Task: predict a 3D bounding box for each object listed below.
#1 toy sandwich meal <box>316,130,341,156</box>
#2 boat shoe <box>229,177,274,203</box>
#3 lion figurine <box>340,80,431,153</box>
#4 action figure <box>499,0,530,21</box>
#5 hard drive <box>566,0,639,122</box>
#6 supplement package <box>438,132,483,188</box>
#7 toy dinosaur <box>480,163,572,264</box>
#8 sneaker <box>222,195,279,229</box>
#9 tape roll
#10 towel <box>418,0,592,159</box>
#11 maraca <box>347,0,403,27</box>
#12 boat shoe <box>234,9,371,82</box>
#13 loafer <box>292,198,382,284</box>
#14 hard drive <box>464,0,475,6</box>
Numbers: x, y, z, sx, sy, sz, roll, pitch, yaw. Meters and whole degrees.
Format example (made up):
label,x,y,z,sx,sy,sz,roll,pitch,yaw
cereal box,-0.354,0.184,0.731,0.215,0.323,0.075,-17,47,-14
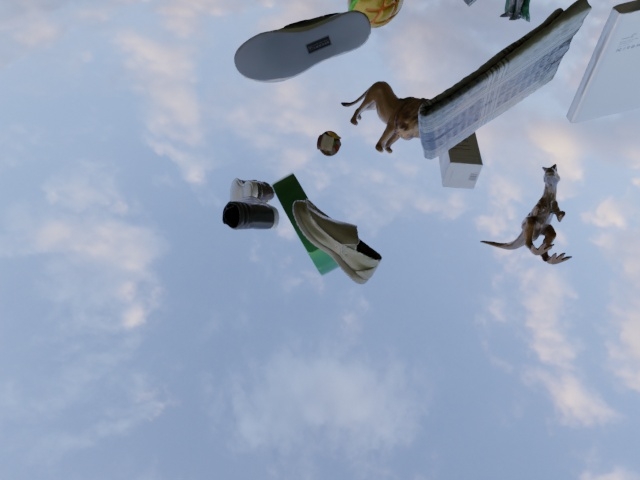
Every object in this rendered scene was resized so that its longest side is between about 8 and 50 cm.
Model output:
label,x,y,z,sx,sy,sz,roll,pitch,yaw
toy sandwich meal,0.029,-0.295,1.345,0.086,0.085,0.029,-26,-158,-21
boat shoe,-0.288,-0.196,1.809,0.097,0.324,0.116,2,-86,-28
lion figurine,0.243,-0.462,1.556,0.142,0.240,0.392,-4,-133,-51
action figure,0.511,-0.692,1.126,0.064,0.232,0.137,-9,-145,-8
hard drive,0.751,-0.434,1.076,0.203,0.307,0.040,-14,-123,0
supplement package,0.584,-0.352,1.872,0.134,0.139,0.243,5,-129,2
toy dinosaur,0.312,-0.016,0.647,0.064,0.211,0.112,4,-128,-4
sneaker,-0.269,-0.097,1.464,0.147,0.104,0.296,3,-171,-36
tape roll,-0.039,-0.048,1.336,0.077,0.321,0.321,-29,-122,-1
towel,0.334,-0.298,0.874,0.324,0.312,0.056,-33,-102,11
maraca,0.118,-0.482,0.893,0.099,0.127,0.186,60,-155,2
boat shoe,-0.032,-0.328,0.737,0.229,0.080,0.076,-21,-149,2
loafer,0.044,-0.011,1.050,0.268,0.092,0.101,43,-160,-20
hard drive,0.398,-0.671,1.104,0.094,0.135,0.022,38,-133,-19
